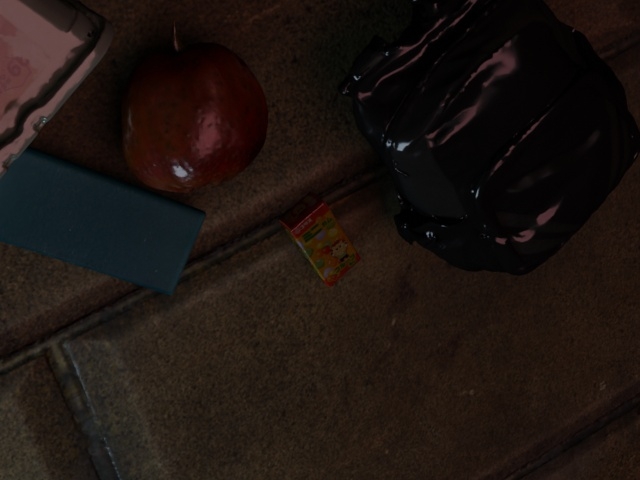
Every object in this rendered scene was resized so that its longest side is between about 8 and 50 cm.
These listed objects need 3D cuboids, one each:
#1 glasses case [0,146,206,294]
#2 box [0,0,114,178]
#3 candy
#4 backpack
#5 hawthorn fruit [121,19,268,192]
[{"bbox_3d":[-0.288,-0.032,1.707,0.301,0.070,0.117,22,94,-37],"label":"glasses case"},{"bbox_3d":[-0.395,-0.170,1.508,0.182,0.175,0.312,39,89,-30],"label":"box"},{"bbox_3d":[0.000,0.000,1.925,0.062,0.038,0.122,-41,128,-9],"label":"candy"},{"bbox_3d":[0.212,-0.164,1.848,0.363,0.255,0.445,-47,143,-3],"label":"backpack"},{"bbox_3d":[-0.155,-0.158,1.665,0.179,0.179,0.200,-24,108,-22],"label":"hawthorn fruit"}]
